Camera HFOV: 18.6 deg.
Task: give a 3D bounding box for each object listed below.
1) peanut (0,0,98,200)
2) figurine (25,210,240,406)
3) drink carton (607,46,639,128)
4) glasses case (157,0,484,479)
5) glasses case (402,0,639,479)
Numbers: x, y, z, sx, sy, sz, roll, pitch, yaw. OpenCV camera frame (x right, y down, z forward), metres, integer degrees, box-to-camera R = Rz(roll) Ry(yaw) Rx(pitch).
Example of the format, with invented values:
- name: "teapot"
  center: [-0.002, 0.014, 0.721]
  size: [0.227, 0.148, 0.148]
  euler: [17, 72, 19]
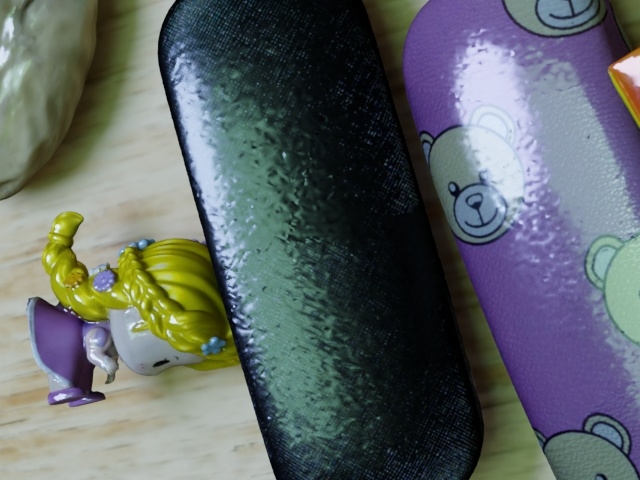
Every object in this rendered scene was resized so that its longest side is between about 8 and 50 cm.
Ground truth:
- name: "peanut"
  center: [-0.246, -0.135, 1.202]
  size: [0.233, 0.110, 0.197]
  euler: [31, 115, 22]
- name: "figurine"
  center: [-0.094, 0.027, 1.155]
  size: [0.156, 0.095, 0.115]
  euler: [-15, 88, 11]
- name: "drink carton"
  center: [0.296, 0.028, 0.922]
  size: [0.154, 0.111, 0.351]
  euler: [-33, 82, 30]
- name: "glasses case"
  center: [0.000, 0.000, 1.086]
  size: [0.122, 0.082, 0.321]
  euler: [-16, 90, 4]
- name: "glasses case"
  center: [0.140, 0.006, 1.027]
  size: [0.123, 0.076, 0.316]
  euler: [-23, 87, 29]
